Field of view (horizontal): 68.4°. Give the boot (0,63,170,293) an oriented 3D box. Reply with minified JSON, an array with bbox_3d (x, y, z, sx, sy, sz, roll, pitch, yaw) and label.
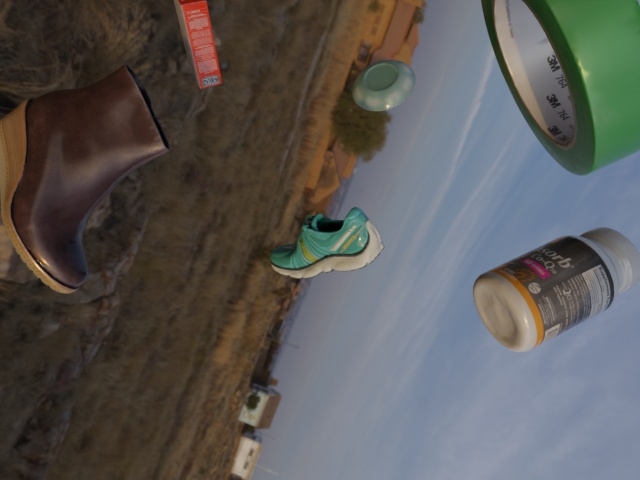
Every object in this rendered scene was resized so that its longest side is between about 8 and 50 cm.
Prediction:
[{"bbox_3d":[-0.289,-0.077,0.595,0.090,0.206,0.248,-26,95,-87],"label":"boot"}]

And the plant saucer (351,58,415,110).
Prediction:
[{"bbox_3d":[0.183,-0.475,1.402,0.195,0.195,0.037,-68,155,-17],"label":"plant saucer"}]

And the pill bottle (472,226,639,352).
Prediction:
[{"bbox_3d":[0.449,0.086,0.897,0.278,0.162,0.162,-24,169,-12],"label":"pill bottle"}]

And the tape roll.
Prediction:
[{"bbox_3d":[0.319,-0.248,0.634,0.077,0.321,0.321,-25,-167,14],"label":"tape roll"}]

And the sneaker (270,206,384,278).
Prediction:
[{"bbox_3d":[0.000,0.000,0.914,0.275,0.110,0.107,-15,-160,42],"label":"sneaker"}]

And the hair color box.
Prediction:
[{"bbox_3d":[-0.208,-0.341,0.797,0.141,0.043,0.072,89,-24,-48],"label":"hair color box"}]
